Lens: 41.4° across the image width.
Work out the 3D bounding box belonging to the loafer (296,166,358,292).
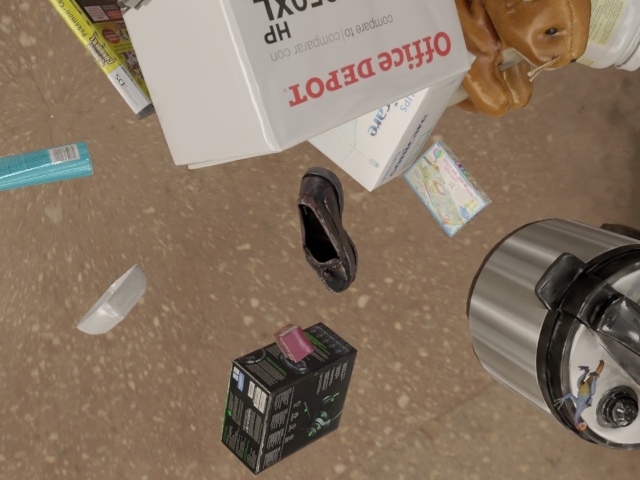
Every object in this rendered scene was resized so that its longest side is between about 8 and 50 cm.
[{"bbox_3d":[0.000,0.000,1.637,0.095,0.109,0.302,-58,149,-40],"label":"loafer"}]

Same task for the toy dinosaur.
[{"bbox_3d":[0.372,0.219,1.176,0.090,0.047,0.082,-12,110,-30],"label":"toy dinosaur"}]

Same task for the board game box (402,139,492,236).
[{"bbox_3d":[0.239,-0.098,1.606,0.026,0.103,0.154,-16,66,-52],"label":"board game box"}]

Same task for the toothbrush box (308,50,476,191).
[{"bbox_3d":[0.038,-0.252,1.226,0.295,0.216,0.126,41,42,16],"label":"toothbrush box"}]

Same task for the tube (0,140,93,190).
[{"bbox_3d":[-0.443,-0.102,1.242,0.207,0.080,0.052,-13,121,-18],"label":"tube"}]

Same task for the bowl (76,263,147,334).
[{"bbox_3d":[-0.403,0.124,1.670,0.053,0.142,0.142,44,44,-11],"label":"bowl"}]

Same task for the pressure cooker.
[{"bbox_3d":[0.506,0.169,1.514,0.370,0.420,0.375,-5,103,-17],"label":"pressure cooker"}]

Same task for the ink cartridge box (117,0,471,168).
[{"bbox_3d":[-0.046,-0.298,0.791,0.285,0.166,0.394,-28,108,-37],"label":"ink cartridge box"}]

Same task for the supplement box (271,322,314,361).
[{"bbox_3d":[-0.051,0.185,1.544,0.043,0.083,0.055,-33,97,-13],"label":"supplement box"}]

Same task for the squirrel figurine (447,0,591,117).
[{"bbox_3d":[0.281,-0.414,1.499,0.281,0.370,0.396,-17,87,-40],"label":"squirrel figurine"}]

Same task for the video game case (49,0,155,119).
[{"bbox_3d":[-0.302,-0.318,1.324,0.035,0.275,0.248,-34,99,17],"label":"video game case"}]

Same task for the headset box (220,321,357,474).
[{"bbox_3d":[-0.063,0.344,1.898,0.283,0.131,0.246,-20,133,-40],"label":"headset box"}]

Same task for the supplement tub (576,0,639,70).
[{"bbox_3d":[0.564,-0.514,1.851,0.325,0.235,0.235,18,92,-1],"label":"supplement tub"}]
